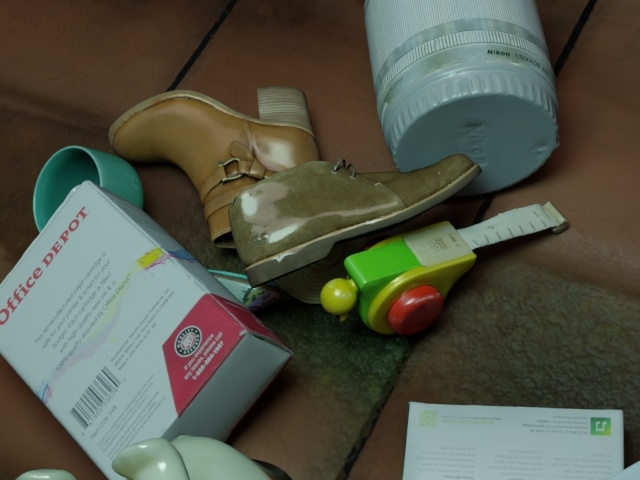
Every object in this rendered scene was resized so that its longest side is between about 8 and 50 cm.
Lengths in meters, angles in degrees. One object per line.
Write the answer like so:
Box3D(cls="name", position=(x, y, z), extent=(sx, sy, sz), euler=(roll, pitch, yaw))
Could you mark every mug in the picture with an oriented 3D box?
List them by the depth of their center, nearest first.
Box3D(cls="mug", position=(-0.300, -0.042, 1.509), extent=(0.158, 0.097, 0.129), euler=(-42, 61, 25))

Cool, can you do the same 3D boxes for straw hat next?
Box3D(cls="straw hat", position=(0.000, 0.000, 1.401), extent=(0.145, 0.061, 0.144), euler=(3, 77, -13))

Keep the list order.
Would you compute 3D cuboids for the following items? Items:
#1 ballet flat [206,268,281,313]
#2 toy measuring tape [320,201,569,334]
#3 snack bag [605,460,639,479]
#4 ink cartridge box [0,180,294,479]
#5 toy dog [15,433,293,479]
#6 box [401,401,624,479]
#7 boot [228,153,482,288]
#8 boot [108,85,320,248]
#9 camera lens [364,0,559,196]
Box3D(cls="ballet flat", position=(-0.150, 0.064, 1.433), extent=(0.222, 0.077, 0.079), euler=(16, 80, 27))
Box3D(cls="toy measuring tape", position=(0.143, 0.037, 1.380), extent=(0.330, 0.121, 0.121), euler=(-16, 51, -26))
Box3D(cls="snack bag", position=(0.321, 0.379, 1.077), extent=(0.343, 0.037, 0.323), euler=(-24, 63, -17))
Box3D(cls="ink cartridge box", position=(-0.217, 0.110, 1.338), extent=(0.306, 0.131, 0.226), euler=(41, 95, 32))
Box3D(cls="toy dog", position=(-0.119, 0.348, 1.063), extent=(0.285, 0.395, 0.408), euler=(-34, 17, 27))
Box3D(cls="box", position=(0.191, 0.323, 1.185), extent=(0.232, 0.058, 0.322), euler=(1, 56, 13))
Box3D(cls="boot", position=(0.041, -0.055, 1.334), extent=(0.305, 0.112, 0.115), euler=(-22, 86, -15))
Box3D(cls="boot", position=(-0.140, -0.081, 1.514), extent=(0.284, 0.109, 0.220), euler=(-5, 60, 1))
Box3D(cls="camera lens", position=(0.172, -0.221, 1.452), extent=(0.220, 0.219, 0.274), euler=(-10, 55, 6))
